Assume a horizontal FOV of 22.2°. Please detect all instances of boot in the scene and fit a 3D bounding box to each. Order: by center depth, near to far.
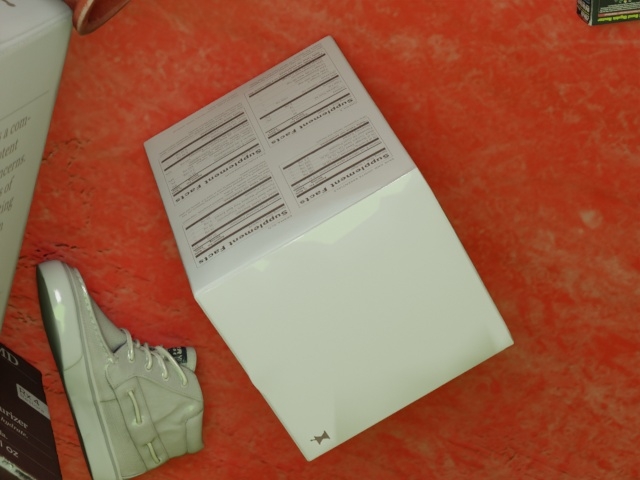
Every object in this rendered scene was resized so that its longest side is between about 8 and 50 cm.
[{"bbox_3d":[-0.177,0.109,1.496,0.123,0.095,0.258,-18,130,-12],"label":"boot"}]

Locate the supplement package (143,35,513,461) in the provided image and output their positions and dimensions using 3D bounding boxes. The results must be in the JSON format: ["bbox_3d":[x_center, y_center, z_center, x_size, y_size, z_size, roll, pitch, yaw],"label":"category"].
[{"bbox_3d":[0.000,0.000,1.372,0.198,0.263,0.199,-30,123,2],"label":"supplement package"}]

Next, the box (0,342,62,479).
[{"bbox_3d":[-0.344,0.179,1.411,0.167,0.203,0.168,-44,121,10],"label":"box"}]

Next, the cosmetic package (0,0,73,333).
[{"bbox_3d":[-0.405,0.002,1.070,0.327,0.329,0.394,22,114,9],"label":"cosmetic package"}]

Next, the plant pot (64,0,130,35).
[{"bbox_3d":[-0.163,-0.322,1.051,0.265,0.272,0.272,42,102,-4],"label":"plant pot"}]

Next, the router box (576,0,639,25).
[{"bbox_3d":[0.291,-0.245,1.450,0.122,0.038,0.092,-8,120,-11],"label":"router box"}]
